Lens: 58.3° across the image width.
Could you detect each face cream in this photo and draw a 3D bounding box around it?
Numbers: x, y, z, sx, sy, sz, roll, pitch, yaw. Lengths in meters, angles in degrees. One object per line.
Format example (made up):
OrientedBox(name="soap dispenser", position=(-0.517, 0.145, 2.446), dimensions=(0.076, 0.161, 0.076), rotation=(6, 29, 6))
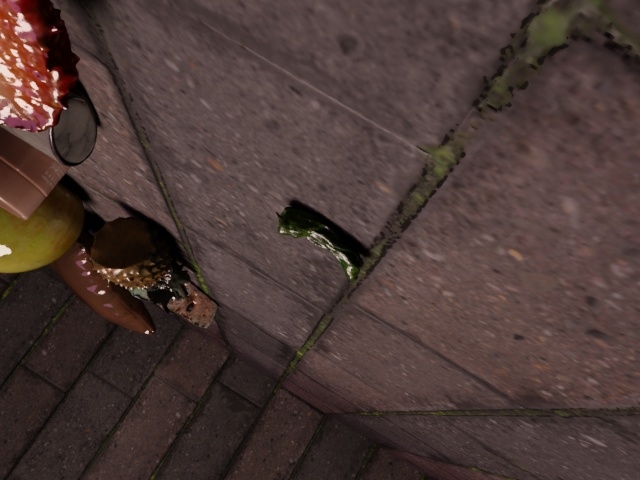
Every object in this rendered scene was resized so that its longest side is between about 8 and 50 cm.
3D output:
OrientedBox(name="face cream", position=(-0.449, -0.114, 0.811), dimensions=(0.149, 0.104, 0.149), rotation=(29, 162, 10))

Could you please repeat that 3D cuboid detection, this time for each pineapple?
OrientedBox(name="pineapple", position=(-0.288, 0.051, 0.974), dimensions=(0.125, 0.125, 0.251), rotation=(28, 166, 15))

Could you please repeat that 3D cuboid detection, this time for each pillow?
OrientedBox(name="pillow", position=(-0.521, 0.067, 1.286), dimensions=(0.305, 0.108, 0.308), rotation=(26, 150, 39))

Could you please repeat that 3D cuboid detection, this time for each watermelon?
OrientedBox(name="watermelon", position=(-0.327, 0.110, 1.265), dimensions=(0.241, 0.094, 0.154), rotation=(41, 168, -33))

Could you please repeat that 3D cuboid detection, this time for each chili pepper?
OrientedBox(name="chili pepper", position=(0.001, -0.001, 0.489), dimensions=(0.091, 0.034, 0.030), rotation=(34, -164, -9))

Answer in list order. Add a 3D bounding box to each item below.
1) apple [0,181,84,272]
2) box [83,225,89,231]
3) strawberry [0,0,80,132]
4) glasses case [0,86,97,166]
OrientedBox(name="apple", position=(-0.540, -0.053, 0.982), dimensions=(0.261, 0.194, 0.261), rotation=(35, 168, 9))
OrientedBox(name="box", position=(-0.674, -0.054, 1.443), dimensions=(0.123, 0.050, 0.229), rotation=(42, 160, -33))
OrientedBox(name="strawberry", position=(-0.228, -0.156, 0.318), dimensions=(0.167, 0.087, 0.208), rotation=(5, 156, -5))
OrientedBox(name="glasses case", position=(-0.361, -0.180, 0.555), dimensions=(0.299, 0.060, 0.114), rotation=(32, 157, 1))
